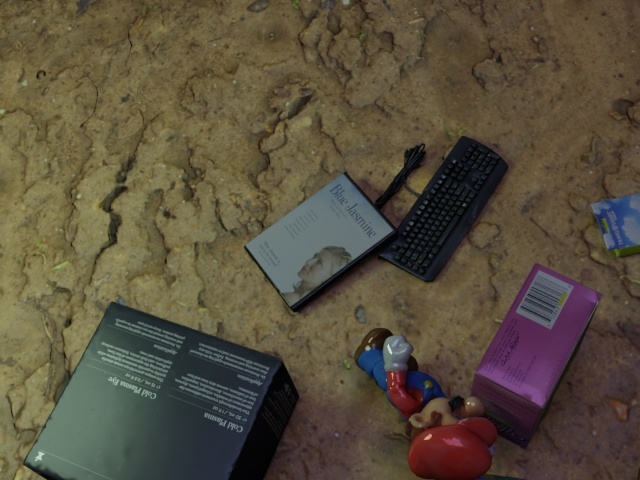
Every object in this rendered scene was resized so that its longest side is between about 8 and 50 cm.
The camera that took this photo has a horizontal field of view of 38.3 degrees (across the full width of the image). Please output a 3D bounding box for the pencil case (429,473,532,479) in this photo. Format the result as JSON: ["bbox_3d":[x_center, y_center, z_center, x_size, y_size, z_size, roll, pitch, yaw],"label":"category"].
[{"bbox_3d":[0.279,0.425,1.475,0.236,0.104,0.104,6,63,14],"label":"pencil case"}]

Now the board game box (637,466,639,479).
[{"bbox_3d":[0.612,0.457,1.239,0.356,0.356,0.356,13,60,15],"label":"board game box"}]

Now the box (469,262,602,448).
[{"bbox_3d":[0.343,0.193,1.504,0.117,0.243,0.213,27,69,18],"label":"box"}]

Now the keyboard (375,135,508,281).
[{"bbox_3d":[0.211,-0.083,1.800,0.201,0.033,0.317,27,68,22],"label":"keyboard"}]

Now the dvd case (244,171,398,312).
[{"bbox_3d":[0.000,0.000,1.775,0.253,0.022,0.180,-37,59,-6],"label":"dvd case"}]

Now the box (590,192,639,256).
[{"bbox_3d":[0.601,-0.036,1.706,0.178,0.042,0.109,-13,60,2],"label":"box"}]

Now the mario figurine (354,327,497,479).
[{"bbox_3d":[0.190,0.255,1.490,0.198,0.170,0.320,6,24,-28],"label":"mario figurine"}]

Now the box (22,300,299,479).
[{"bbox_3d":[-0.261,0.319,1.568,0.343,0.179,0.312,17,64,18],"label":"box"}]
